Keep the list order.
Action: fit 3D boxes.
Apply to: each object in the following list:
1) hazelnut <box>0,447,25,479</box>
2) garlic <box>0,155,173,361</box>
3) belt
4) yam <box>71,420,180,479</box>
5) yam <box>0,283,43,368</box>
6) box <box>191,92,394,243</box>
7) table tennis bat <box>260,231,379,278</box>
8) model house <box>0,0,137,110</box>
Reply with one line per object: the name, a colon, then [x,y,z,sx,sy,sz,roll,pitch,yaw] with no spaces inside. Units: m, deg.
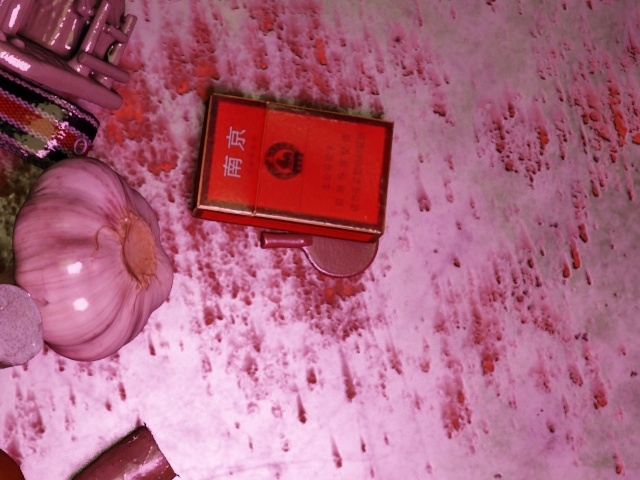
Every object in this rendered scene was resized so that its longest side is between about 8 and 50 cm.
hazelnut: [-0.447,0.299,1.783,0.229,0.229,0.229,1,85,-9]
garlic: [-0.317,0.037,1.851,0.253,0.245,0.245,-14,87,23]
belt: [-0.441,-0.191,1.880,0.359,0.126,0.094,29,72,-12]
yam: [-0.242,0.291,1.885,0.127,0.084,0.084,-36,91,-13]
yam: [-0.424,0.111,1.777,0.106,0.259,0.106,14,70,-42]
box: [-0.034,-0.089,1.948,0.240,0.074,0.153,8,80,-9]
table tennis bat: [0.000,0.000,1.980,0.155,0.019,0.098,0,85,-12]
model house: [-0.316,-0.277,1.878,0.122,0.229,0.188,18,88,37]
